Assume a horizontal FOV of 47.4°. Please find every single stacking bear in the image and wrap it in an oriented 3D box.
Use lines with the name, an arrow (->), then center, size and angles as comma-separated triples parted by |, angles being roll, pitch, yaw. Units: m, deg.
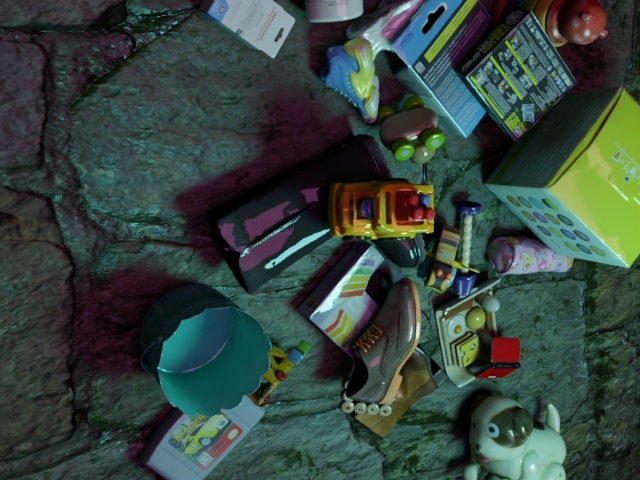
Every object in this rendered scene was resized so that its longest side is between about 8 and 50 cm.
stacking bear -> 0.587, -0.562, 1.835 | 0.175, 0.289, 0.164 | 32, 89, -37

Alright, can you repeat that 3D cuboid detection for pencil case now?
pencil case -> 0.643, 0.047, 2.218 | 0.284, 0.124, 0.124 | 0, 108, -34

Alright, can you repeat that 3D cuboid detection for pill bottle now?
pill bottle -> 0.019, -0.594, 1.558 | 0.131, 0.131, 0.229 | -19, 118, -26

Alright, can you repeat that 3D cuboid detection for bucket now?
bucket -> -0.273, 0.243, 1.669 | 0.281, 0.183, 0.281 | -12, 114, -28

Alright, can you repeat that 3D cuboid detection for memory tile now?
memory tile -> 0.136, 0.446, 2.074 | 0.148, 0.012, 0.113 | 7, 108, -5

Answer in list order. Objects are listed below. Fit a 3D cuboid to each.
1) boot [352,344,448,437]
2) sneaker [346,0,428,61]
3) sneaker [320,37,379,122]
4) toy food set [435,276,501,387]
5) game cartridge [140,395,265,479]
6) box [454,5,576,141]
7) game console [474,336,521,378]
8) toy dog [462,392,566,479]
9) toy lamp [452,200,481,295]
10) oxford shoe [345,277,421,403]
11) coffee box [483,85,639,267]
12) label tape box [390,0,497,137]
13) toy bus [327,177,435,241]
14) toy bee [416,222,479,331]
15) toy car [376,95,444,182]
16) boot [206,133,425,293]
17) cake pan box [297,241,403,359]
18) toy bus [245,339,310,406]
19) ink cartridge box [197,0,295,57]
boot -> 0.200, 0.415, 2.123 | 0.280, 0.096, 0.264 | -42, 127, 2
sneaker -> 0.170, -0.509, 1.728 | 0.232, 0.090, 0.115 | -35, 131, -6
sneaker -> 0.069, -0.375, 1.719 | 0.126, 0.091, 0.240 | 0, 141, 12
toy food set -> 0.476, 0.280, 2.218 | 0.220, 0.092, 0.306 | -26, 120, -22
game cartridge -> -0.297, 0.477, 1.828 | 0.294, 0.060, 0.196 | -46, 122, -9
box -> 0.487, -0.407, 1.810 | 0.216, 0.060, 0.270 | -45, 128, 8
game console -> 0.550, 0.367, 2.268 | 0.144, 0.085, 0.124 | 8, 142, -39
toy dog -> 0.636, 0.665, 2.361 | 0.395, 0.284, 0.408 | -49, 124, -8
toy lamp -> 0.416, 0.026, 2.092 | 0.080, 0.080, 0.274 | -9, 112, -30
oxford shoe -> 0.162, 0.269, 1.913 | 0.133, 0.130, 0.363 | 6, 105, -29
coffee box -> 0.731, -0.174, 1.998 | 0.338, 0.334, 0.338 | 40, 85, -16
label tape box -> 0.318, -0.462, 1.815 | 0.348, 0.115, 0.249 | 40, 85, -35
toy bus -> 0.150, -0.069, 1.621 | 0.220, 0.211, 0.149 | 0, 91, -20
toy bee -> 0.330, 0.080, 1.944 | 0.195, 0.162, 0.298 | 0, 71, -7
toy car -> 0.230, -0.235, 1.829 | 0.149, 0.155, 0.188 | -20, 141, 0
boot -> -0.001, -0.002, 1.736 | 0.445, 0.146, 0.367 | -32, 99, -23
cake pan box -> 0.105, 0.159, 1.951 | 0.267, 0.070, 0.245 | -48, 128, -9
toy bus -> -0.127, 0.313, 1.831 | 0.104, 0.202, 0.191 | 39, 76, 5
ink cartridge box -> -0.154, -0.476, 1.537 | 0.180, 0.060, 0.104 | 29, 91, -37
